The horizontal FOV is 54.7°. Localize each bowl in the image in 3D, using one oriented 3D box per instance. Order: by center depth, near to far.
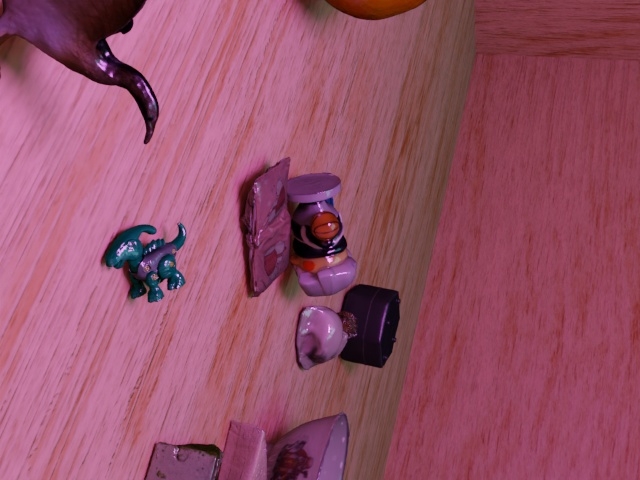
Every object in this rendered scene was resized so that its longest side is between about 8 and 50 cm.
[{"bbox_3d":[-0.054,0.509,1.279,0.337,0.157,0.337,9,90,-77],"label":"bowl"}]

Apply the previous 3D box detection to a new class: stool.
[{"bbox_3d":[0.144,0.241,1.773,0.232,0.141,0.232,8,90,-72],"label":"stool"}]

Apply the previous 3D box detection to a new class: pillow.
[{"bbox_3d":[-0.096,-0.021,1.116,0.135,0.049,0.248,-53,150,-53],"label":"pillow"}]

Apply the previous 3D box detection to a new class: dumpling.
[{"bbox_3d":[-0.001,0.233,1.451,0.150,0.092,0.176,-61,161,-15],"label":"dumpling"}]

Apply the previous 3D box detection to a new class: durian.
[{"bbox_3d":[0.064,0.221,1.638,0.091,0.080,0.080,89,20,-44],"label":"durian"}]

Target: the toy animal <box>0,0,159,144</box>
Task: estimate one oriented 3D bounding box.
[{"bbox_3d":[-0.218,-0.178,0.549,0.272,0.160,0.197,-134,-145,-66],"label":"toy animal"}]

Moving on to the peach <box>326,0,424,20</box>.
[{"bbox_3d":[0.088,-0.545,1.077,0.332,0.308,0.308,3,95,-57],"label":"peach"}]

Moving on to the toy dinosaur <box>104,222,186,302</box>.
[{"bbox_3d":[-0.214,0.019,0.788,0.132,0.059,0.096,-44,134,-48],"label":"toy dinosaur"}]

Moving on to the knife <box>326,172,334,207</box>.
[{"bbox_3d":[0.024,-0.028,1.491,0.044,0.026,0.296,-43,140,-43],"label":"knife"}]

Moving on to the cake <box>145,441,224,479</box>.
[{"bbox_3d":[-0.210,0.373,0.984,0.235,0.099,0.100,108,-5,-74],"label":"cake"}]

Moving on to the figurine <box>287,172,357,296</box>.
[{"bbox_3d":[0.000,0.000,1.228,0.176,0.133,0.236,-113,-166,-63],"label":"figurine"}]

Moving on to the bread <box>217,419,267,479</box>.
[{"bbox_3d":[-0.132,0.416,1.150,0.105,0.077,0.152,38,65,-64],"label":"bread"}]
